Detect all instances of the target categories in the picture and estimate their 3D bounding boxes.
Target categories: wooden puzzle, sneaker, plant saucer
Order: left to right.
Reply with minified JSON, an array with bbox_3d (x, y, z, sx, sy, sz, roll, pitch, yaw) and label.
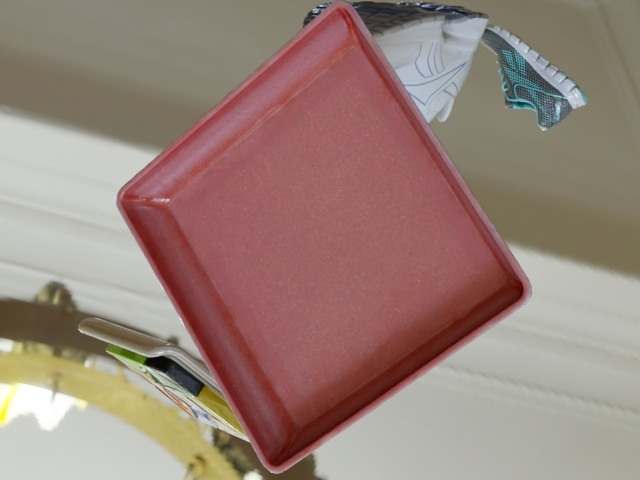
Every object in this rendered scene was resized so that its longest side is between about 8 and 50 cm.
[{"bbox_3d":[-0.147,0.169,1.588,0.238,0.044,0.221,37,166,-29],"label":"wooden puzzle"},{"bbox_3d":[0.000,0.000,1.037,0.259,0.258,0.047,58,-154,13],"label":"plant saucer"},{"bbox_3d":[0.076,-0.162,1.325,0.111,0.129,0.297,15,-166,29],"label":"sneaker"},{"bbox_3d":[0.244,-0.199,1.701,0.166,0.076,0.065,44,-172,25],"label":"sneaker"}]
